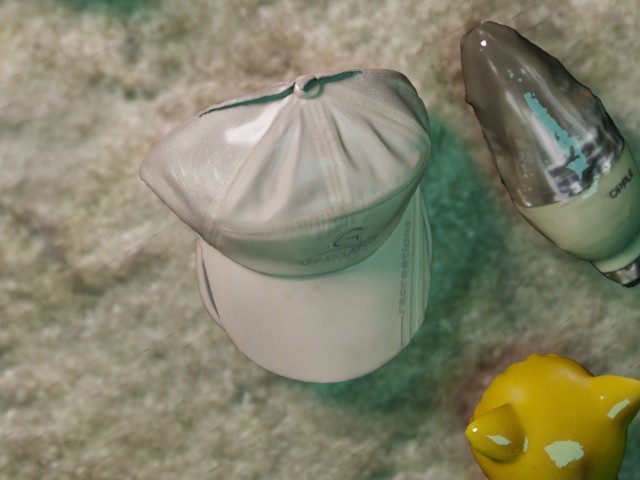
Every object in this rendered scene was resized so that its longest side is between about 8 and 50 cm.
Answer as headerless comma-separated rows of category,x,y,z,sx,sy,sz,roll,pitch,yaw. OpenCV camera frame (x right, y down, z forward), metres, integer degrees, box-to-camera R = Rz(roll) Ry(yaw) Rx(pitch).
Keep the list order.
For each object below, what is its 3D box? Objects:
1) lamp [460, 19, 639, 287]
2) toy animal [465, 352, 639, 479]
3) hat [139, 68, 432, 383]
lamp,0.184,-0.063,0.970,0.101,0.101,0.250,-37,115,-2
toy animal,0.197,0.211,1.060,0.156,0.156,0.229,-17,118,-12
hat,0.000,0.000,0.917,0.219,0.164,0.226,-17,93,-10
